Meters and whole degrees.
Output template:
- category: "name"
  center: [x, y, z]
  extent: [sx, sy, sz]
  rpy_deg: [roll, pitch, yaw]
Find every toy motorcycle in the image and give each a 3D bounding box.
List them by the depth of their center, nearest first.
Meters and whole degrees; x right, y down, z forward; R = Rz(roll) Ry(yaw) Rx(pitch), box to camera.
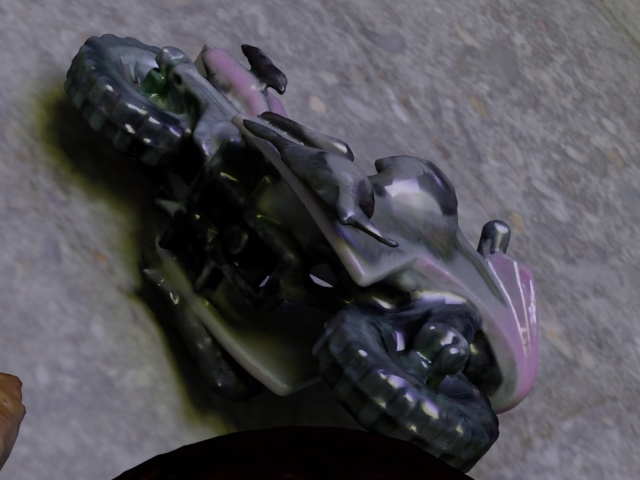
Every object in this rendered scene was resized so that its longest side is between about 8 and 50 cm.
- category: "toy motorcycle"
  center: [0.000, 0.000, 0.889]
  extent: [0.188, 0.143, 0.327]
  rpy_deg: [2, 39, -52]

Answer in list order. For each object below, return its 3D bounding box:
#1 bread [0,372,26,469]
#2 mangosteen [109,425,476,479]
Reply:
- category: "bread"
  center: [-0.216, 0.111, 0.472]
  extent: [0.149, 0.274, 0.274]
  rpy_deg: [53, 26, -40]
- category: "mangosteen"
  center: [-0.037, 0.224, 0.557]
  extent: [0.306, 0.359, 0.306]
  rpy_deg: [-17, 90, -76]
